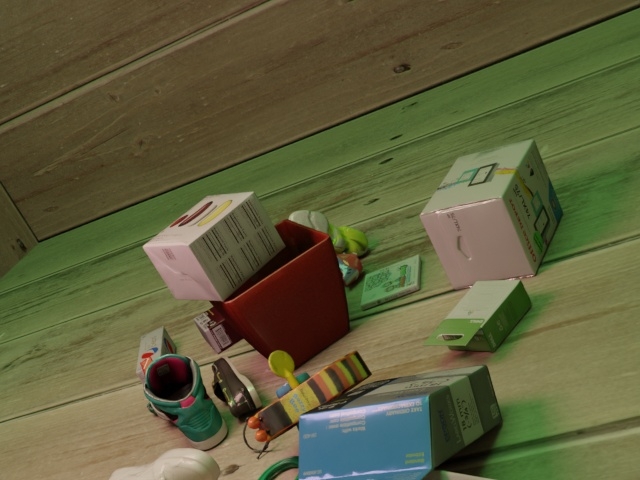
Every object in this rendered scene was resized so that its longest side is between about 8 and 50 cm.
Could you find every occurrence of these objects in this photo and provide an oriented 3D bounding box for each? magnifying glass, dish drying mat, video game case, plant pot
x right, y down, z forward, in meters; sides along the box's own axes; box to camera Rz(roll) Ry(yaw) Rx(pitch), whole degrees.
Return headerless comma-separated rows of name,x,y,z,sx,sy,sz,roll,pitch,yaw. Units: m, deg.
magnifying glass,-0.118,0.457,1.610,0.231,0.026,0.092,-32,20,-18
dish drying mat,-0.403,0.317,2.183,0.032,0.008,0.083,-30,57,-1
video game case,0.166,0.097,2.149,0.143,0.019,0.157,-22,21,17
plant pot,-0.087,0.135,2.059,0.267,0.236,0.267,-33,21,-16

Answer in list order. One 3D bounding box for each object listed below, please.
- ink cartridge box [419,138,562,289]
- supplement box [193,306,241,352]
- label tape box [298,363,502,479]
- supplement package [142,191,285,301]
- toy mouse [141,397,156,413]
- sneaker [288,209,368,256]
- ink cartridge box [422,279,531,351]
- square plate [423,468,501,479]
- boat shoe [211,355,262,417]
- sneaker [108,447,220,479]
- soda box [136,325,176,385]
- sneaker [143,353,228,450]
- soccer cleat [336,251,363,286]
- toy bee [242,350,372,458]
ink cartridge box,0.376,-0.057,1.997,0.197,0.198,0.270,-12,25,35
supplement box,-0.191,0.179,2.329,0.239,0.073,0.130,-31,19,-14
label tape box,0.104,0.290,1.426,0.240,0.106,0.333,-15,-3,32
supplement package,-0.228,0.012,1.975,0.194,0.149,0.203,-2,33,50
toy mouse,-0.353,0.365,2.131,0.143,0.031,0.161,-19,21,22
sneaker,0.000,0.000,2.372,0.126,0.240,0.091,-30,45,51
ink cartridge box,0.300,0.159,1.752,0.109,0.062,0.209,-4,30,48
square plate,0.127,0.445,1.151,0.344,0.049,0.347,-50,15,-24
boat shoe,-0.199,0.314,1.984,0.068,0.081,0.228,-29,22,-16
sneaker,-0.320,0.488,1.689,0.292,0.108,0.169,-26,19,34
soda box,-0.412,0.299,2.311,0.069,0.074,0.216,-26,20,2
sneaker,-0.316,0.311,1.940,0.124,0.178,0.295,-35,31,-21
soccer cleat,-0.002,0.082,2.324,0.248,0.083,0.095,-6,33,40
toy bee,-0.047,0.314,1.644,0.298,0.195,0.162,-59,-19,15
